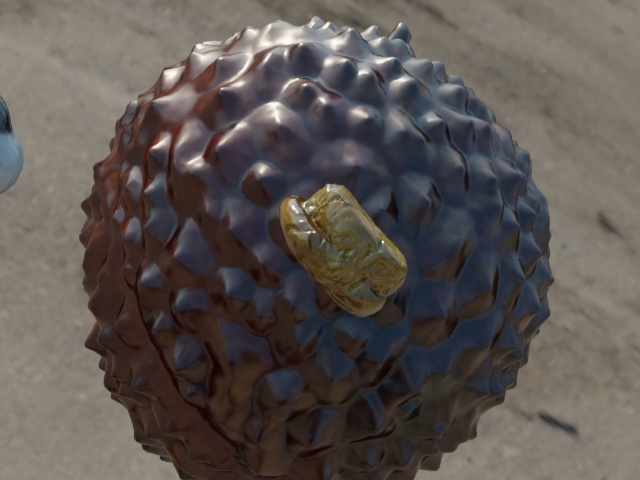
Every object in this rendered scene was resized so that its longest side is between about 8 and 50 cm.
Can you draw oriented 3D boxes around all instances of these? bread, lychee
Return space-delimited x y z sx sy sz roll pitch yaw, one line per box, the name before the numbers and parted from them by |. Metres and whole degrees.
bread | 0.014 0.005 0.829 0.083 0.046 0.081 43 11 -34
lychee | 0.000 0.000 1.312 0.425 0.424 0.500 30 53 -10

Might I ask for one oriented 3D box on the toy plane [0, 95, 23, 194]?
toy plane | -0.251 -0.088 0.884 0.174 0.080 0.174 36 21 -16
